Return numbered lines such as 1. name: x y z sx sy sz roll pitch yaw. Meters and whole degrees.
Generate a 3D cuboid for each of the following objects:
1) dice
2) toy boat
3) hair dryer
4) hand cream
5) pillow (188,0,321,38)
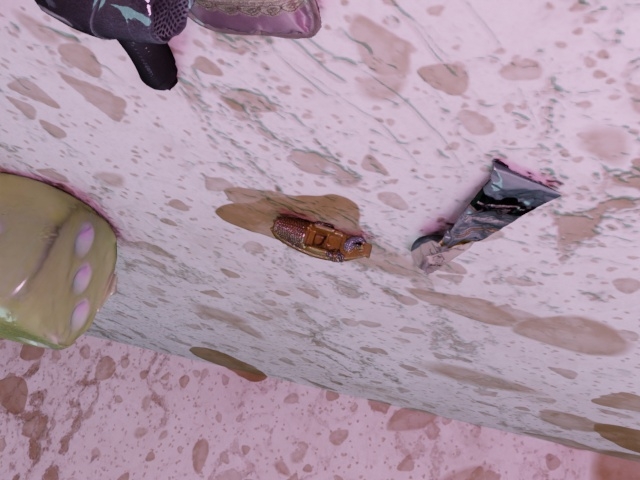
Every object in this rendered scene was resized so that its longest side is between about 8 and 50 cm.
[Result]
1. dice: -0.533 0.042 1.141 0.255 0.251 0.249 12 158 15
2. toy boat: 0.000 0.000 0.917 0.149 0.047 0.049 16 158 5
3. hair dryer: -0.193 -0.192 0.562 0.236 0.091 0.271 30 168 13
4. hand cream: 0.175 -0.022 0.758 0.075 0.052 0.248 0 157 -19
5. pillow: -0.076 -0.227 0.447 0.131 0.038 0.232 15 157 20
